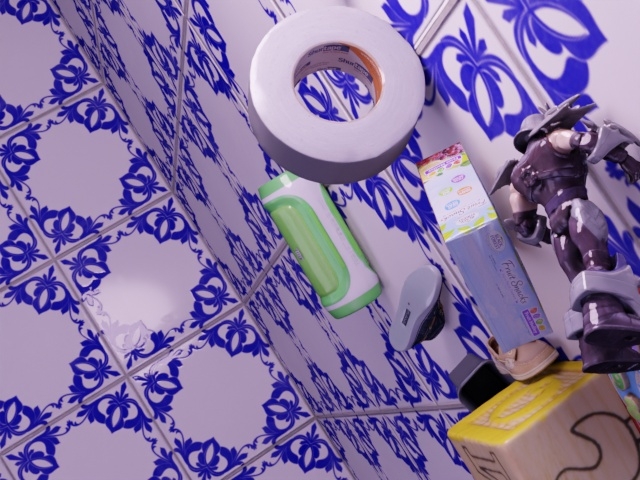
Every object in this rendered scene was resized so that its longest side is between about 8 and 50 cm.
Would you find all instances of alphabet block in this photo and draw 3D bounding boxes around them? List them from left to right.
[{"bbox_3d":[0.317,0.289,1.180,0.197,0.192,0.193,57,163,-1],"label":"alphabet block"}]

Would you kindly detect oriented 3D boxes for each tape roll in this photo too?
[{"bbox_3d":[0.018,-0.184,1.134,0.219,0.219,0.072,55,165,12],"label":"tape roll"}]

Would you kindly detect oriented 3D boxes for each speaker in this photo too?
[{"bbox_3d":[0.000,0.000,1.743,0.296,0.131,0.131,59,165,-4],"label":"speaker"}]

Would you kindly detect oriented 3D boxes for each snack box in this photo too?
[{"bbox_3d":[0.191,0.004,1.073,0.174,0.070,0.207,59,-167,-28],"label":"snack box"}]

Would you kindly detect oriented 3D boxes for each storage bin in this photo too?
[{"bbox_3d":[0.263,0.245,1.417,0.135,0.098,0.091,43,179,-15],"label":"storage bin"}]

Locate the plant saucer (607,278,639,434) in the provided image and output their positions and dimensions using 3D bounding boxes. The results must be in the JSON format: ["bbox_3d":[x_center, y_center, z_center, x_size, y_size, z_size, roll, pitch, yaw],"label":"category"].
[{"bbox_3d":[0.391,0.162,0.963,0.259,0.048,0.258,59,165,-6],"label":"plant saucer"}]

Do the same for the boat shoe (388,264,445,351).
[{"bbox_3d":[0.178,0.106,1.517,0.065,0.083,0.183,48,135,32],"label":"boat shoe"}]

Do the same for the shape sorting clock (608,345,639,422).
[{"bbox_3d":[0.360,0.170,0.907,0.206,0.040,0.206,53,164,22],"label":"shape sorting clock"}]

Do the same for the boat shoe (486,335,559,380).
[{"bbox_3d":[0.279,0.158,1.280,0.059,0.063,0.170,53,166,-1],"label":"boat shoe"}]

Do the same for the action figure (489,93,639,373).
[{"bbox_3d":[0.250,-0.016,0.883,0.185,0.099,0.285,104,159,-59],"label":"action figure"}]
